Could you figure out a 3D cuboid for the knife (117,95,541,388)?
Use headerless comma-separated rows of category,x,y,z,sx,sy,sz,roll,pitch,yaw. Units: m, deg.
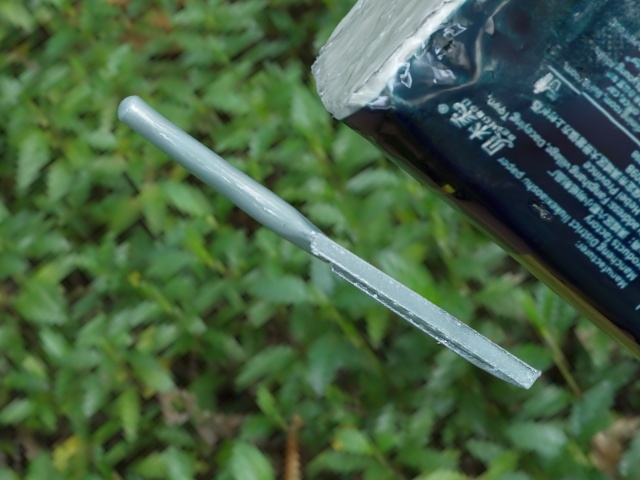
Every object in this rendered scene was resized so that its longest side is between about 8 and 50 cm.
knife,0.000,0.001,0.766,0.210,0.028,0.015,34,76,15

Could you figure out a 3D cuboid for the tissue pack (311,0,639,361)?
tissue pack,0.235,-0.075,1.297,0.264,0.416,0.253,-49,14,11
